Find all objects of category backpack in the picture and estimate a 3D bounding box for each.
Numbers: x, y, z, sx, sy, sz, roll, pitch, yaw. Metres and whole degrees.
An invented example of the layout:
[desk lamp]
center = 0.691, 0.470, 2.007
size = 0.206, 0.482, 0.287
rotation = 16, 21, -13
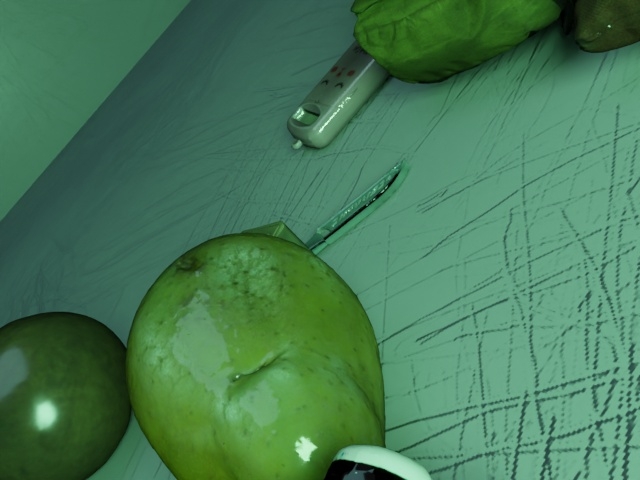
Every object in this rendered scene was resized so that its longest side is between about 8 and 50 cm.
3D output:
[backpack]
center = 0.148, -0.259, 0.648
size = 0.207, 0.140, 0.253
rotation = -7, 52, 56

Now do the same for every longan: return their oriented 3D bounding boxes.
[longan]
center = -0.261, 0.151, 0.709
size = 0.167, 0.167, 0.187
rotation = -41, 6, 14

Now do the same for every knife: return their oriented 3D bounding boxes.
[knife]
center = -0.001, 0.000, 0.671
size = 0.210, 0.015, 0.028
rotation = -39, 22, 16

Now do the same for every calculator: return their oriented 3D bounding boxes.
[calculator]
center = 0.026, -0.171, 0.844
size = 0.175, 0.032, 0.100
rotation = -49, 26, -1

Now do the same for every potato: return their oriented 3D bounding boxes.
[potato]
center = -0.030, 0.089, 0.447
size = 0.157, 0.157, 0.194
rotation = -47, 38, 3

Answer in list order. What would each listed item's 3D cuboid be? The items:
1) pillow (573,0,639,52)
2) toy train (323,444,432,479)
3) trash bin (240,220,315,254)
[pillow]
center = 0.319, -0.271, 0.443
size = 0.305, 0.108, 0.308
rotation = -13, 47, 49
[toy train]
center = 0.007, 0.179, 0.281
size = 0.083, 0.131, 0.204
rotation = -16, 41, 48
[trash bin]
center = -0.023, 0.033, 0.570
size = 0.061, 0.092, 0.043
rotation = -12, 43, 50
